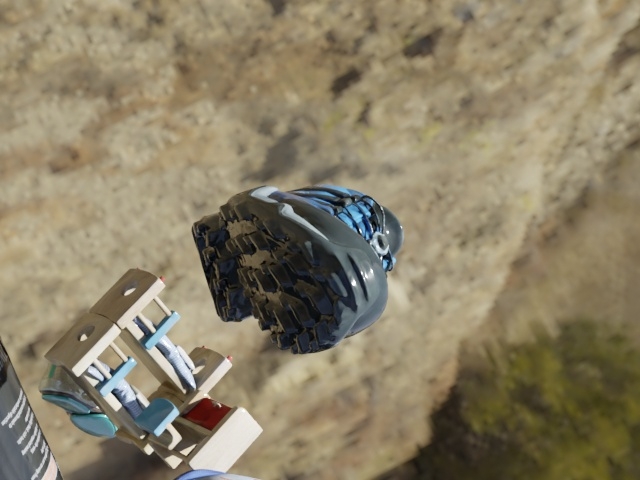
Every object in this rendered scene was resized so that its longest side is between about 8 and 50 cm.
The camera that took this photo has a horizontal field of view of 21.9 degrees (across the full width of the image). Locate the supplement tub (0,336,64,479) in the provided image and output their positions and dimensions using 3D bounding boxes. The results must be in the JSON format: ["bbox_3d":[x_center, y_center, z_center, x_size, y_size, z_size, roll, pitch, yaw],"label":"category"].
[{"bbox_3d":[-0.281,0.227,1.221,0.207,0.338,0.207,-18,-161,6],"label":"supplement tub"}]

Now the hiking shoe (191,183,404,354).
[{"bbox_3d":[0.000,0.000,1.148,0.132,0.113,0.304,-21,-170,-14],"label":"hiking shoe"}]

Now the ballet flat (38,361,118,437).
[{"bbox_3d":[-0.243,0.161,1.719,0.057,0.052,0.168,2,159,13],"label":"ballet flat"}]

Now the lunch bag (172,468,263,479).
[{"bbox_3d":[-0.057,0.361,1.398,0.243,0.303,0.115,19,175,-21],"label":"lunch bag"}]

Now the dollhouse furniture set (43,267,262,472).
[{"bbox_3d":[-0.143,0.125,1.575,0.129,0.129,0.184,-48,-150,-18],"label":"dollhouse furniture set"}]
